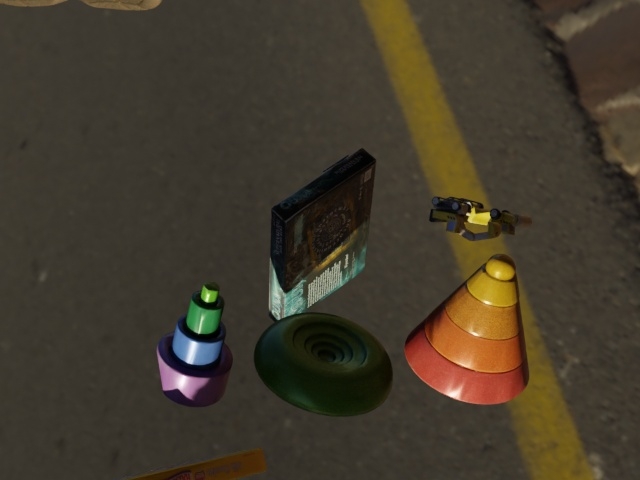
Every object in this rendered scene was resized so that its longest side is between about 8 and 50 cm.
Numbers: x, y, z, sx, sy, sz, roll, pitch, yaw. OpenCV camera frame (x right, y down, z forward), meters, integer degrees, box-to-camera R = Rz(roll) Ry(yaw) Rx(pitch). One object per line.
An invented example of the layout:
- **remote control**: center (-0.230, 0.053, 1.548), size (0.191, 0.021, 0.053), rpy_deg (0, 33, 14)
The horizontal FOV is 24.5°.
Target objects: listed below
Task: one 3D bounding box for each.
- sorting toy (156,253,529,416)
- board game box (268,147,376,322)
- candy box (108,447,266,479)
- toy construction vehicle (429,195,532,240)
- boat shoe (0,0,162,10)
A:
- **sorting toy**: center (0.038, 0.068, 1.294), size (0.127, 0.365, 0.126), rpy_deg (-121, 38, -47)
- **board game box**: center (0.000, 0.000, 1.543), size (0.126, 0.186, 0.026), rpy_deg (-34, 61, -26)
- **candy box**: center (-0.145, 0.213, 1.285), size (0.105, 0.206, 0.027), rpy_deg (-14, 83, 30)
- **toy construction vehicle**: center (0.154, -0.019, 1.480), size (0.098, 0.086, 0.035), rpy_deg (17, 97, 37)
- **boat shoe**: center (-0.145, -0.168, 0.785), size (0.190, 0.068, 0.072), rpy_deg (14, 69, 29)
